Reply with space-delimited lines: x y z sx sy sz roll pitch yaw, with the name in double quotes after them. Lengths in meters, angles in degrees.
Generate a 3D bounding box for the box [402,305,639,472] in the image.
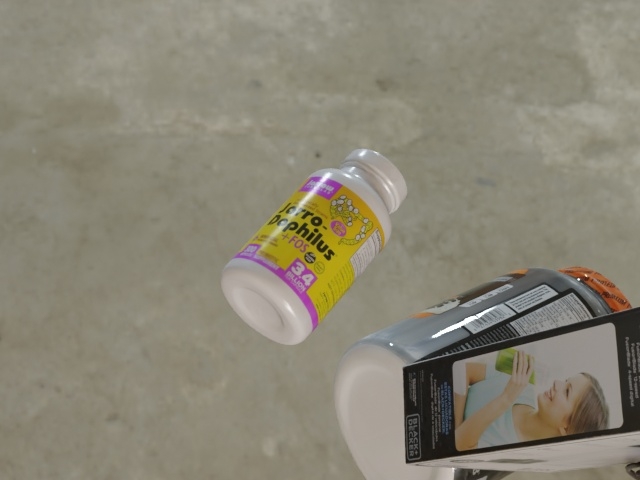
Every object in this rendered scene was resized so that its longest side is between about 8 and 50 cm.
0.214 0.124 0.892 0.169 0.290 0.087 9 72 -30 "box"

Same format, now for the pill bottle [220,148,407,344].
0.000 0.000 0.471 0.043 0.043 0.083 28 60 24 "pill bottle"

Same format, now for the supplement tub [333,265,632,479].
0.187 0.145 1.231 0.316 0.193 0.193 -20 47 -35 "supplement tub"

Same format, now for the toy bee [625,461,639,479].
0.330 0.278 0.825 0.195 0.298 0.162 33 73 -11 "toy bee"
